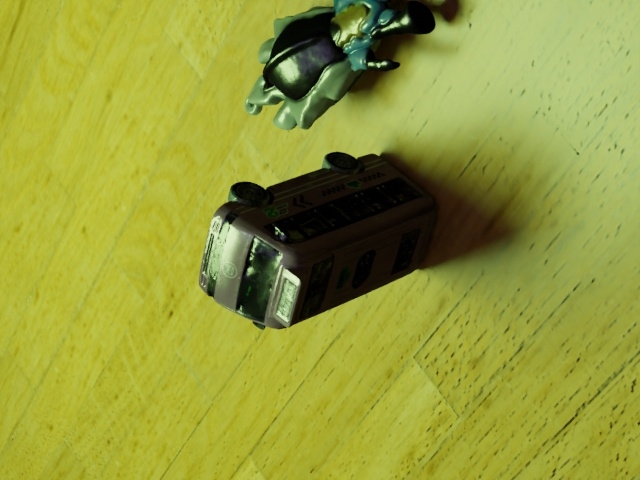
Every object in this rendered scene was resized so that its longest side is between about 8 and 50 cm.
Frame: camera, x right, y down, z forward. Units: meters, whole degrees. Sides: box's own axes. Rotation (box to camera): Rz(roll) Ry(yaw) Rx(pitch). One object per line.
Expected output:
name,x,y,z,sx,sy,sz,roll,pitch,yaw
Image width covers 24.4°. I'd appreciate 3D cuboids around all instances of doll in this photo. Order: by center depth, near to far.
doll,0.003,-0.144,1.131,0.195,0.070,0.096,-30,66,41

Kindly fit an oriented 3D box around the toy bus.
toy bus,0.000,0.000,1.102,0.098,0.178,0.086,37,128,30
